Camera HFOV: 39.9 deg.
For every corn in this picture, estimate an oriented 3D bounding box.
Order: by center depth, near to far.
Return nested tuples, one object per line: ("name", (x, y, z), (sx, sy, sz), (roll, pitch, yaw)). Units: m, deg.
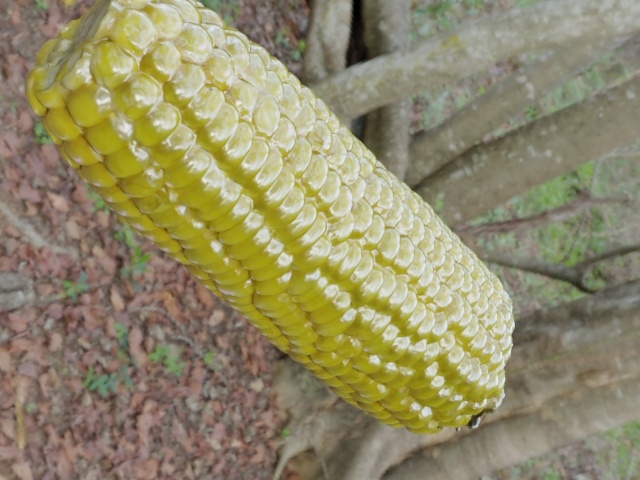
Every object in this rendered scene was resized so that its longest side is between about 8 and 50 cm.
("corn", (0.000, 0.000, 0.408), (0.305, 0.106, 0.106), (44, 31, -42))
